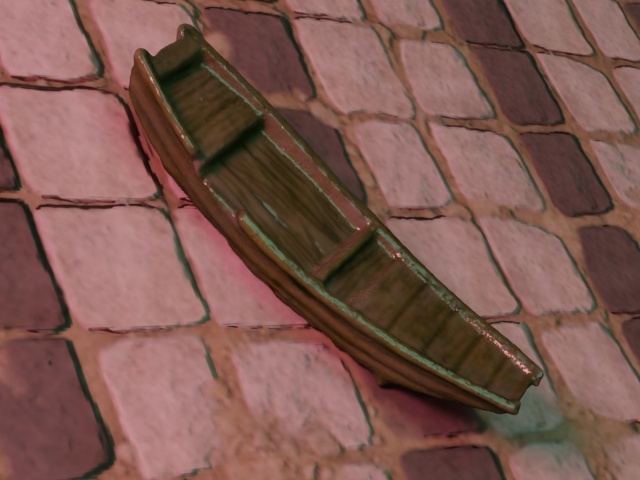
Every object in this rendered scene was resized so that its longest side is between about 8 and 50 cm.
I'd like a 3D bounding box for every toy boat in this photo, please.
[{"bbox_3d":[0.000,0.000,0.856,0.293,0.055,0.093,44,37,3],"label":"toy boat"}]
